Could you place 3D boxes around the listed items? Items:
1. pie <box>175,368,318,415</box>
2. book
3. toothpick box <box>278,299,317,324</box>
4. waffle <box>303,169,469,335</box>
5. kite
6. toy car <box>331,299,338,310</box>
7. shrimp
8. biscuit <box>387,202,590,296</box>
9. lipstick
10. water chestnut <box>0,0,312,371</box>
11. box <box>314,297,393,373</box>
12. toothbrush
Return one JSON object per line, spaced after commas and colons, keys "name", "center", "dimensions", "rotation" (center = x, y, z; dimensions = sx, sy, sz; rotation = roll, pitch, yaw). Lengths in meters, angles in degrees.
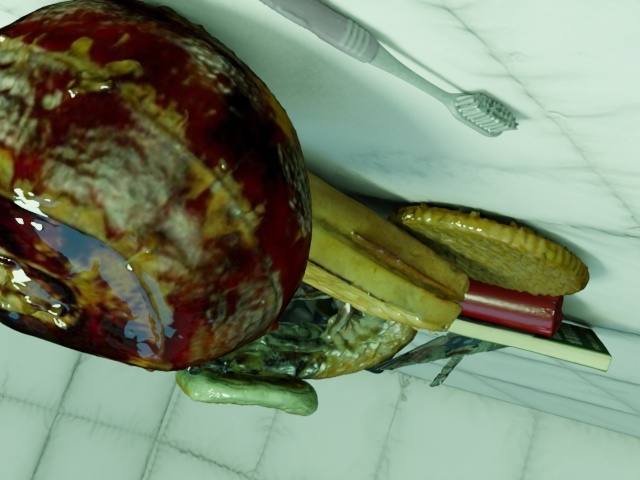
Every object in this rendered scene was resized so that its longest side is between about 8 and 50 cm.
{"name": "pie", "center": [-0.121, 0.232, 1.658], "dimensions": [0.240, 0.054, 0.240], "rotation": [12, -174, -1]}
{"name": "book", "center": [0.278, 0.127, 1.501], "dimensions": [0.264, 0.027, 0.202], "rotation": [14, -173, 6]}
{"name": "toothpick box", "center": [-0.133, 0.100, 1.767], "dimensions": [0.229, 0.229, 0.316], "rotation": [26, 166, -35]}
{"name": "waffle", "center": [0.000, 0.000, 1.235], "dimensions": [0.327, 0.098, 0.224], "rotation": [29, 172, -24]}
{"name": "kite", "center": [0.241, 0.185, 1.745], "dimensions": [0.335, 0.011, 0.314], "rotation": [-7, 152, -23]}
{"name": "toy car", "center": [0.077, 0.108, 1.880], "dimensions": [0.069, 0.055, 0.142], "rotation": [16, -169, 29]}
{"name": "shrimp", "center": [-0.028, 0.126, 1.565], "dimensions": [0.445, 0.085, 0.272], "rotation": [-3, 137, -25]}
{"name": "biscuit", "center": [0.198, 0.011, 1.222], "dimensions": [0.254, 0.035, 0.254], "rotation": [19, 169, 4]}
{"name": "lipstick", "center": [0.198, 0.069, 1.430], "dimensions": [0.279, 0.073, 0.073], "rotation": [14, 169, 19]}
{"name": "water chestnut", "center": [-0.165, -0.060, 0.896], "dimensions": [0.350, 0.302, 0.350], "rotation": [15, 136, 15]}
{"name": "box", "center": [0.049, 0.162, 1.946], "dimensions": [0.201, 0.090, 0.144], "rotation": [22, -157, -21]}
{"name": "toothbrush", "center": [0.013, -0.152, 0.729], "dimensions": [0.354, 0.024, 0.029], "rotation": [25, 163, -31]}
